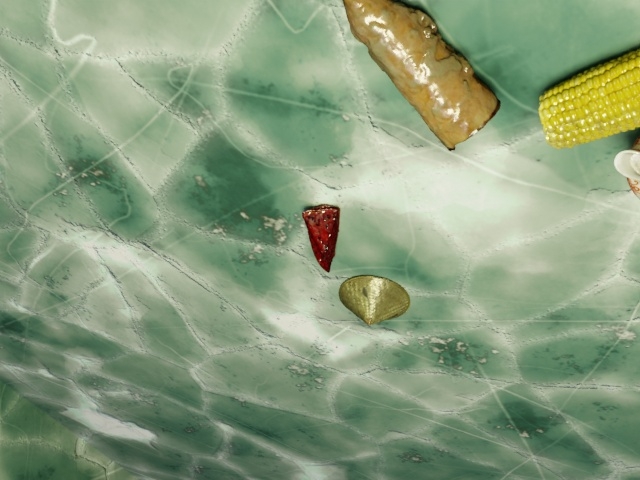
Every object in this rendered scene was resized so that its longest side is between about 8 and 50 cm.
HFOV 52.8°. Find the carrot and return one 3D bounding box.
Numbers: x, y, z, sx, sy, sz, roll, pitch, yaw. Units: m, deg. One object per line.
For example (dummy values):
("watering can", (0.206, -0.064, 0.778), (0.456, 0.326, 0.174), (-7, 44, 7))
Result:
("carrot", (0.115, -0.228, 0.813), (0.263, 0.102, 0.102), (38, 135, -23))

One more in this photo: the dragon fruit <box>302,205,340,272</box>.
("dragon fruit", (-0.004, -0.001, 1.141), (0.063, 0.097, 0.131), (13, 160, 9))

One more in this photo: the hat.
("hat", (0.099, 0.138, 1.263), (0.146, 0.067, 0.146), (10, 140, 8))

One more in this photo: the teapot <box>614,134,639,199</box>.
("teapot", (0.494, -0.096, 0.829), (0.245, 0.116, 0.159), (15, 128, 5))

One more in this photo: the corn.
("corn", (0.387, -0.183, 0.773), (0.244, 0.093, 0.093), (-18, 130, 34))
